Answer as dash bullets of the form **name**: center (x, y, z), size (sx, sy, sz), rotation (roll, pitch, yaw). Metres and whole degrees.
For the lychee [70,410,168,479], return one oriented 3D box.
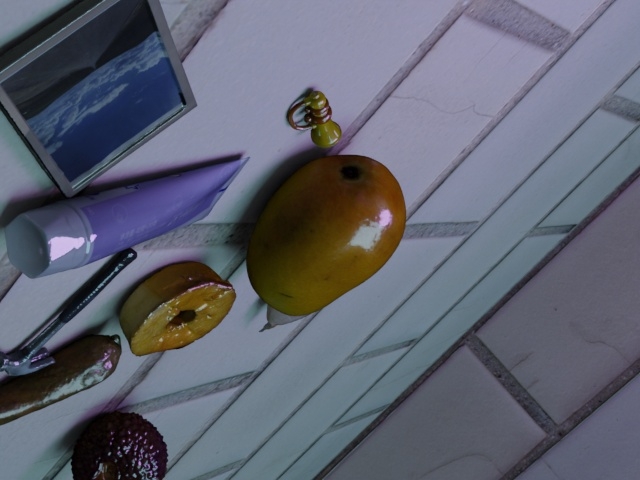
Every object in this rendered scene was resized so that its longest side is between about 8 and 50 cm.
- **lychee**: center (-0.362, 0.401, 1.741), size (0.188, 0.188, 0.188), rotation (-35, 160, -14)

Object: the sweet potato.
- **sweet potato**: center (-0.413, 0.213, 1.385), size (0.273, 0.075, 0.075), rotation (-25, 156, -26)

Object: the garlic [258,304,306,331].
- **garlic**: center (-0.042, 0.112, 1.820), size (0.198, 0.090, 0.128), rotation (-42, 174, -6)

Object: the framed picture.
- **framed picture**: center (-0.228, -0.156, 0.979), size (0.189, 0.023, 0.260), rotation (-38, 161, -12)

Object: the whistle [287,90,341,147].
- **whistle**: center (-0.010, -0.175, 1.330), size (0.109, 0.057, 0.046), rotation (58, 37, -62)

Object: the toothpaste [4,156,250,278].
- **toothpaste**: center (-0.223, -0.031, 1.188), size (0.371, 0.080, 0.125), rotation (-21, 155, -54)

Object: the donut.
- **donut**: center (-0.228, 0.102, 1.469), size (0.190, 0.074, 0.174), rotation (-18, 153, -38)

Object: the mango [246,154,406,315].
- **mango**: center (0.000, 0.000, 1.485), size (0.211, 0.173, 0.317), rotation (15, 129, -31)

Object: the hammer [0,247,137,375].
- **hammer**: center (-0.343, 0.099, 1.318), size (0.246, 0.029, 0.103), rotation (-43, 160, 4)
